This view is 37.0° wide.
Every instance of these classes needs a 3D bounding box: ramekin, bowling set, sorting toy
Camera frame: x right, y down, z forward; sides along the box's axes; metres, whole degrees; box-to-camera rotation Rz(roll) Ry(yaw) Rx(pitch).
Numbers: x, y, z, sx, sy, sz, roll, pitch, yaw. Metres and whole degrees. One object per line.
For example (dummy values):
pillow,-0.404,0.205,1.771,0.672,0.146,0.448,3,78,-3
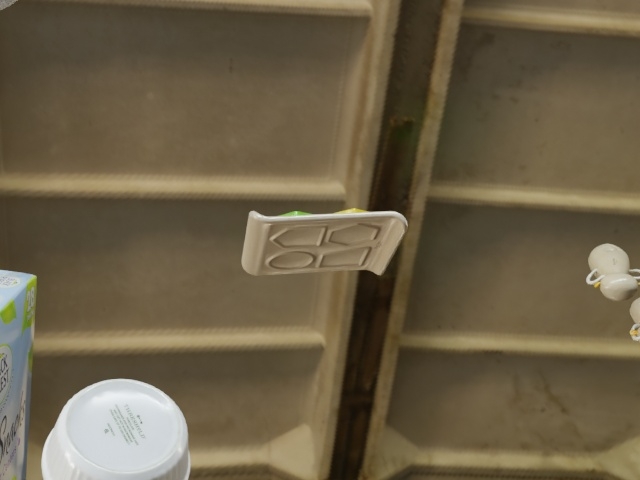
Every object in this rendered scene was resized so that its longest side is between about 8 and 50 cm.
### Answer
ramekin,-0.366,0.374,1.749,0.272,0.273,0.127,-2,-47,-23
bowling set,0.517,0.109,1.323,0.286,0.154,0.200,-5,-73,10
sorting toy,0.000,0.000,1.317,0.208,0.038,0.193,1,-23,-8

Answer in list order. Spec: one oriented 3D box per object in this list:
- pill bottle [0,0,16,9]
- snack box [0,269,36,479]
pill bottle,-0.382,-0.347,0.923,0.136,0.136,0.246,-45,-96,8
snack box,-0.195,0.132,0.472,0.070,0.174,0.207,4,-78,-5
